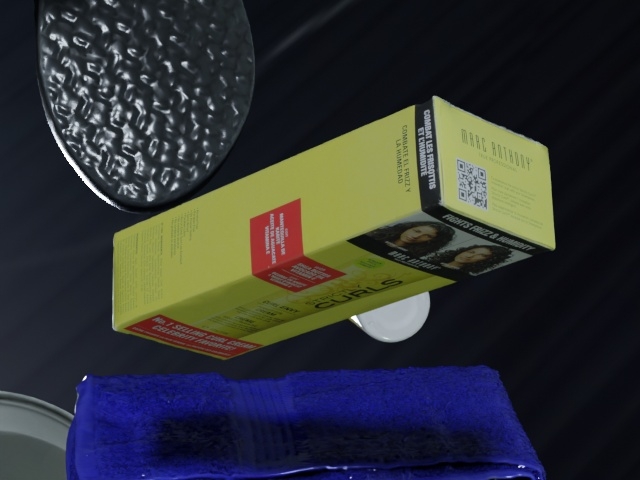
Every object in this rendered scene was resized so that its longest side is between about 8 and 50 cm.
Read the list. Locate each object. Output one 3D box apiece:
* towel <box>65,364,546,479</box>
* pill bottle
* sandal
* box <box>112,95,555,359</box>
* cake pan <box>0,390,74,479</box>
[{"bbox_3d":[-0.012,0.139,1.231,0.227,0.308,0.076,-107,18,-65],"label":"towel"},{"bbox_3d":[0.045,0.043,1.590,0.065,0.065,0.116,56,172,-18],"label":"pill bottle"},{"bbox_3d":[-0.164,-0.217,1.489,0.107,0.168,0.445,111,145,-64],"label":"sandal"},{"bbox_3d":[0.000,0.000,0.939,0.232,0.058,0.087,-19,152,40],"label":"box"},{"bbox_3d":[-0.291,0.275,1.600,0.293,0.293,0.054,56,174,-18],"label":"cake pan"}]
